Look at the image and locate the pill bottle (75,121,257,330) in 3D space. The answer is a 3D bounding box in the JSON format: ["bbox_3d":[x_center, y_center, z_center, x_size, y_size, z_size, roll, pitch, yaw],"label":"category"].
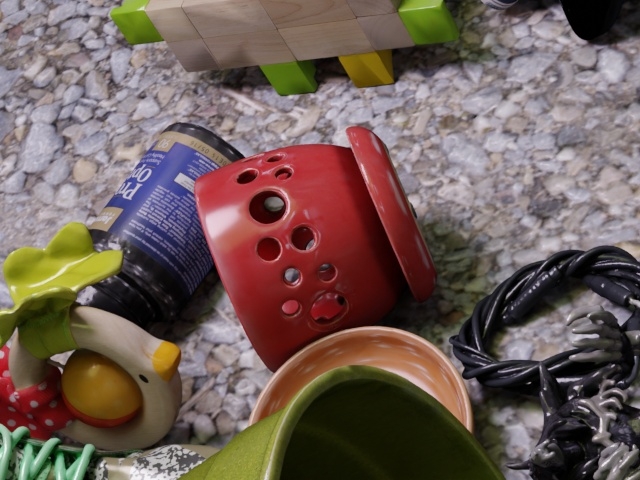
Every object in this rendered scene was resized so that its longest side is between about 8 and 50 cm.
[{"bbox_3d":[-0.161,0.001,1.609,0.123,0.123,0.219,13,59,41],"label":"pill bottle"}]

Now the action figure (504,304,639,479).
[{"bbox_3d":[0.232,0.122,1.186,0.275,0.141,0.164,-32,57,25],"label":"action figure"}]

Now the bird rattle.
[{"bbox_3d":[-0.229,0.127,1.486,0.207,0.253,0.143,23,36,6],"label":"bird rattle"}]

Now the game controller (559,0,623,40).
[{"bbox_3d":[0.244,-0.350,1.636,0.067,0.166,0.319,2,48,-18],"label":"game controller"}]

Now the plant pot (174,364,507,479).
[{"bbox_3d":[-0.058,0.319,1.096,0.353,0.366,0.366,-27,40,27],"label":"plant pot"}]

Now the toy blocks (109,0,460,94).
[{"bbox_3d":[-0.006,-0.318,1.761,0.381,0.191,0.261,-3,49,32],"label":"toy blocks"}]

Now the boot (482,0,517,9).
[{"bbox_3d":[0.191,-0.337,1.667,0.086,0.069,0.190,-29,69,58],"label":"boot"}]

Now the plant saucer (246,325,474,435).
[{"bbox_3d":[0.034,0.168,1.355,0.200,0.037,0.200,-11,59,19],"label":"plant saucer"}]

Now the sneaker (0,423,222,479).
[{"bbox_3d":[-0.265,0.221,1.419,0.410,0.182,0.158,-10,46,26],"label":"sneaker"}]

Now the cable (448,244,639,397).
[{"bbox_3d":[0.193,0.066,1.367,0.184,0.047,0.150,-6,48,30],"label":"cable"}]

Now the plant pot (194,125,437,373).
[{"bbox_3d":[0.000,0.000,1.458,0.174,0.191,0.191,-23,41,2],"label":"plant pot"}]
